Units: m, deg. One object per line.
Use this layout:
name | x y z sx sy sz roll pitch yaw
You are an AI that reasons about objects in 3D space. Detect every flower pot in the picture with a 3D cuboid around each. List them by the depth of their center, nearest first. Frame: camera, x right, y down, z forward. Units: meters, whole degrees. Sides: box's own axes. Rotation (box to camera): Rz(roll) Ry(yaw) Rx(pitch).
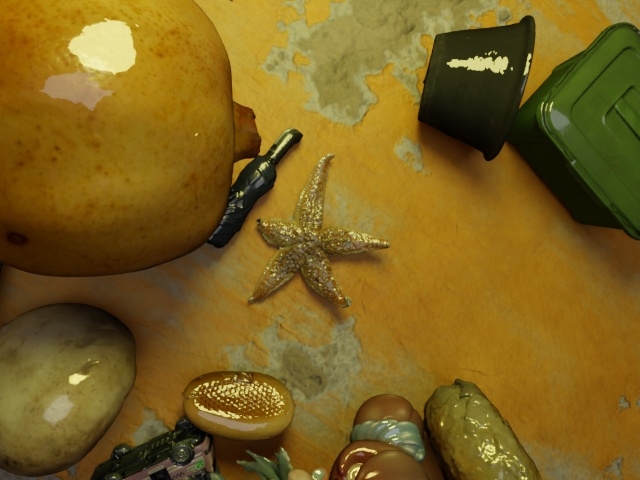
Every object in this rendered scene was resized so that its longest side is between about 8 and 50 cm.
flower pot | 0.249 -0.263 0.815 0.148 0.235 0.236 12 90 8

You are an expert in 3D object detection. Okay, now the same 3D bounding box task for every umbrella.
umbrella | -0.118 -0.098 0.805 0.070 0.071 0.248 35 81 -12

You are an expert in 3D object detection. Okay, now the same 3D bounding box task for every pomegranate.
pomegranate | -0.270 -0.146 0.613 0.415 0.416 0.418 -1 93 -12

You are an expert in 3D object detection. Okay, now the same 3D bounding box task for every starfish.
starfish | 0.000 0.001 0.842 0.231 0.048 0.295 25 86 -2

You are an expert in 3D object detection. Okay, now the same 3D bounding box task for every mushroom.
mushroom | -0.390 0.210 0.694 0.254 0.184 0.255 -4 71 11

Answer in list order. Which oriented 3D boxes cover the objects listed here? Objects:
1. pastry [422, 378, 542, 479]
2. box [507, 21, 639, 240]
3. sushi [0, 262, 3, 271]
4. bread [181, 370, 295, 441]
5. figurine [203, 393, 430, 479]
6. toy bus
pastry | 0.276 0.387 0.801 0.136 0.330 0.330 -28 99 1
box | 0.522 -0.183 0.884 0.329 0.177 0.253 46 82 -9
sushi | -0.596 0.099 0.710 0.214 0.050 0.193 11 75 -7
bread | -0.136 0.276 0.800 0.189 0.077 0.114 9 57 -10
figurine | 0.015 0.423 0.751 0.387 0.248 0.277 -3 97 -19
toy bus | -0.264 0.379 0.777 0.198 0.096 0.108 -21 101 -9
